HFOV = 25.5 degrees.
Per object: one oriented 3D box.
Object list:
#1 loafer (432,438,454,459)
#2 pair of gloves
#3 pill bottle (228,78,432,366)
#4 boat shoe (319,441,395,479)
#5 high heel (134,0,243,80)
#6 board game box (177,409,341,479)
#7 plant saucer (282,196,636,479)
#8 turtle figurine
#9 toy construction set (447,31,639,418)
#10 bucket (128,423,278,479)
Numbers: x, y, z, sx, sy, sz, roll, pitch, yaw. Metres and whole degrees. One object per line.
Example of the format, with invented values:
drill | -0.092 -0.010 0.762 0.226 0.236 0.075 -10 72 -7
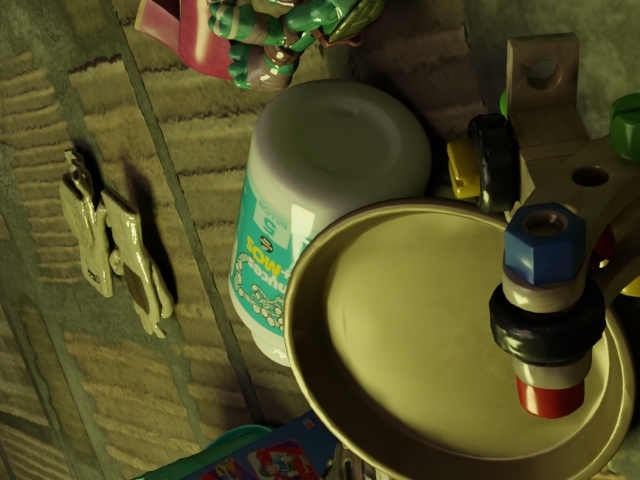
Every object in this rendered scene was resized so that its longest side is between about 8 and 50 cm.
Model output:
loafer | 0.103 0.197 1.211 0.084 0.096 0.268 -30 86 24
pair of gloves | -0.256 0.003 1.777 0.240 0.042 0.204 32 142 50
pill bottle | 0.000 0.000 1.202 0.146 0.146 0.264 51 150 26
boat shoe | 0.041 0.229 1.278 0.103 0.092 0.285 39 -142 -66
high heel | -0.086 -0.248 1.260 0.117 0.082 0.244 28 131 2
board game box | 0.010 0.331 1.361 0.347 0.233 0.078 41 144 40
plant saucer | 0.104 0.083 1.074 0.277 0.041 0.278 13 125 19
turtle figurine | -0.006 -0.194 1.061 0.118 0.175 0.234 43 161 -2
toy construction set | 0.212 -0.004 0.808 0.309 0.257 0.237 54 -172 -31
bucket | -0.090 0.355 1.614 0.281 0.183 0.281 40 144 39
